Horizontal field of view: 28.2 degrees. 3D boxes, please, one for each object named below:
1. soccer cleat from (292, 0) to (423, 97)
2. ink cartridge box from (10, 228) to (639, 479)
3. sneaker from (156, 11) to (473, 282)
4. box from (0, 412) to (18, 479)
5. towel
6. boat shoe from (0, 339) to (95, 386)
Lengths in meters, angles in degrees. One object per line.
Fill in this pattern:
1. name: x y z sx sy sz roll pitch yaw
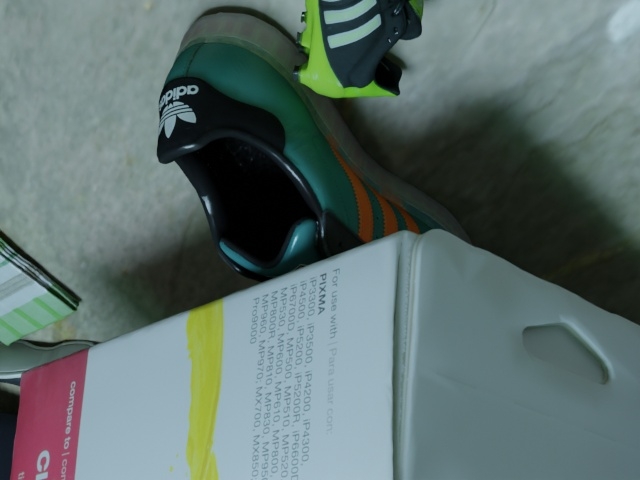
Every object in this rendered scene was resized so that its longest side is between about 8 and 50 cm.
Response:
1. soccer cleat: 0.024 -0.148 0.708 0.072 0.060 0.179 6 144 2
2. ink cartridge box: 0.010 0.151 0.846 0.279 0.160 0.385 23 149 -37
3. sneaker: 0.000 0.000 0.820 0.108 0.121 0.302 -22 125 36
4. box: -0.433 0.271 1.240 0.318 0.097 0.395 13 144 -24
5. towel: -0.283 0.023 1.042 0.113 0.023 0.152 -22 125 41
6. boat shoe: -0.243 0.111 1.099 0.125 0.046 0.038 -5 128 16
